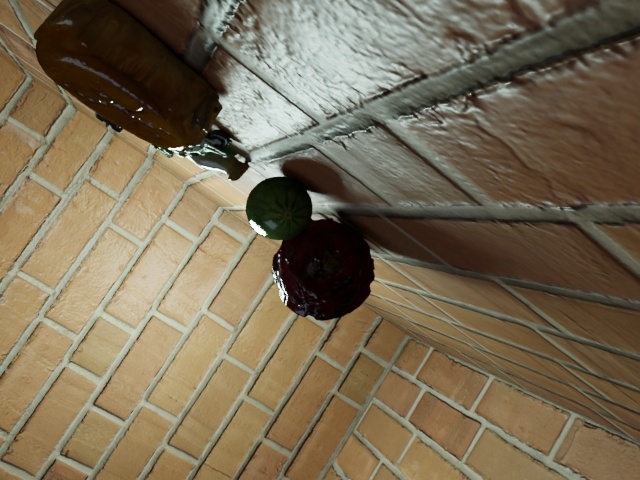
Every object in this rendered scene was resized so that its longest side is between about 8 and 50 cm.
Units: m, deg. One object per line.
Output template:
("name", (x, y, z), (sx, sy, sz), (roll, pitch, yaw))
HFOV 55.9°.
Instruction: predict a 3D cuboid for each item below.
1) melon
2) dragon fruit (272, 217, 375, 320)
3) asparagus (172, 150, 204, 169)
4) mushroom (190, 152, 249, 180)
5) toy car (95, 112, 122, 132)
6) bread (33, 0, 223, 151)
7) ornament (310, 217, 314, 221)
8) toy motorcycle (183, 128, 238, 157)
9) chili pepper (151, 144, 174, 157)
("melon", (-0.120, -0.090, 1.693), (0.182, 0.182, 0.287), (35, 172, -16))
("dragon fruit", (0.010, 0.086, 1.801), (0.329, 0.329, 0.329), (32, 173, 5))
("asparagus", (-0.486, -0.331, 2.100), (0.080, 0.080, 0.287), (26, 178, 45))
("mushroom", (-0.318, -0.251, 1.851), (0.212, 0.088, 0.097), (26, -179, 8))
("toy car", (-0.628, -0.433, 1.893), (0.097, 0.100, 0.191), (35, 139, -15))
("bread", (-0.400, -0.335, 1.272), (0.388, 0.183, 0.236), (38, 169, -32))
("ornament", (0.000, 0.000, 2.035), (0.153, 0.166, 0.196), (29, 157, 20))
("toy motorcycle", (-0.332, -0.274, 1.689), (0.190, 0.074, 0.106), (7, 151, 19))
("chili pepper", (-0.637, -0.386, 2.417), (0.122, 0.065, 0.279), (30, 177, -10))
